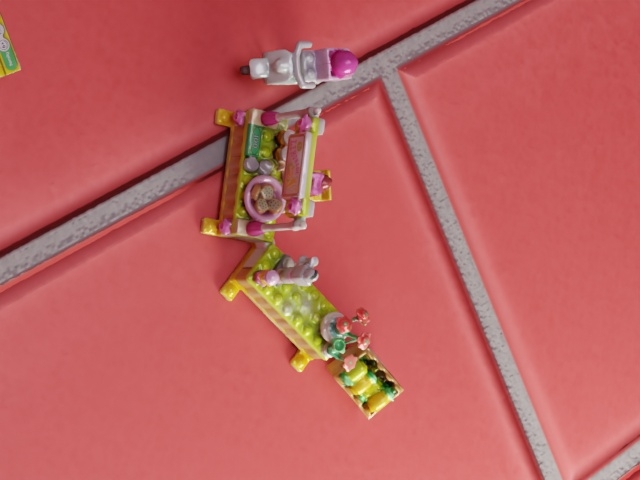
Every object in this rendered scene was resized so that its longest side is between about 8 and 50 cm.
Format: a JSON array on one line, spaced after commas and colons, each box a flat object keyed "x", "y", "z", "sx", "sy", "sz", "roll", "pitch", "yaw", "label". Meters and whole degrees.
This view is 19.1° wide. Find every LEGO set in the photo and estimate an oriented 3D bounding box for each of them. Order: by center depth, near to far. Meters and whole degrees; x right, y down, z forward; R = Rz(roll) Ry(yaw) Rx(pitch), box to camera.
[{"x": 0.000, "y": 0.000, "z": 1.369, "sx": 0.132, "sy": 0.107, "sz": 0.287, "roll": -15, "pitch": 96, "yaw": -34, "label": "LEGO set"}]

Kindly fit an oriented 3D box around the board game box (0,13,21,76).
[{"x": -0.287, "y": -0.163, "z": 1.214, "sx": 0.141, "sy": 0.048, "sz": 0.170, "roll": -28, "pitch": 103, "yaw": -34, "label": "board game box"}]
